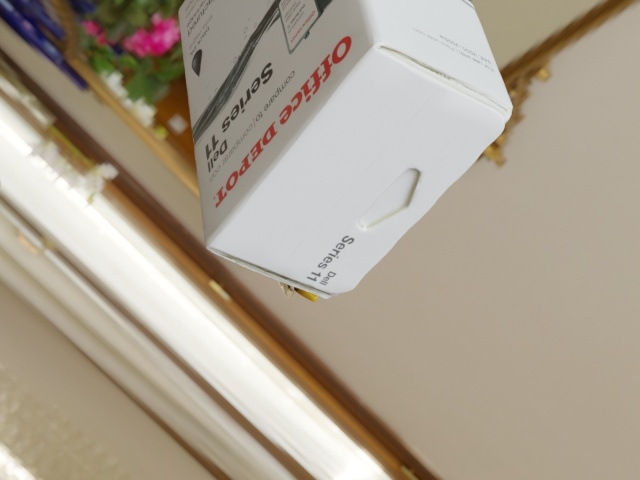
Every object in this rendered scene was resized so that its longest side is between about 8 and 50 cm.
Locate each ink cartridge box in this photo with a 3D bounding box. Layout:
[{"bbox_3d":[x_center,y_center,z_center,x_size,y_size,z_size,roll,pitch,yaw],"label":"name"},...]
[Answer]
[{"bbox_3d":[0.002,-0.098,0.679,0.153,0.087,0.208,-48,-144,31],"label":"ink cartridge box"}]

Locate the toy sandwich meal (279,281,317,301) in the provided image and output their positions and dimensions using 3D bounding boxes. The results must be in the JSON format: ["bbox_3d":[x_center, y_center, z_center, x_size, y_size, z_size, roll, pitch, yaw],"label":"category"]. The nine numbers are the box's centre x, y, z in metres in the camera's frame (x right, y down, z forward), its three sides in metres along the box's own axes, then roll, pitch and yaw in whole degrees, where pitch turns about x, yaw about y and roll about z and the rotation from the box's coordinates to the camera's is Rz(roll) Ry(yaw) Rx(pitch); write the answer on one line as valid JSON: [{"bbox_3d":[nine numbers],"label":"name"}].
[{"bbox_3d":[0.000,0.000,0.799,0.085,0.029,0.085,18,90,-82],"label":"toy sandwich meal"}]
